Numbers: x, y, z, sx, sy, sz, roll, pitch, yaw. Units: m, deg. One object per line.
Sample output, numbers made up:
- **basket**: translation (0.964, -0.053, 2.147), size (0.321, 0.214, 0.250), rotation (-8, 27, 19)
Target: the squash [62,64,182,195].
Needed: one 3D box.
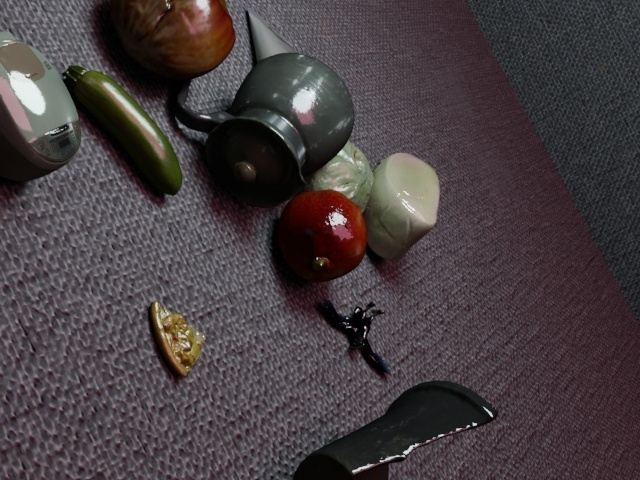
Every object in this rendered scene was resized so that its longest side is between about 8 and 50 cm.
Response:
- **squash**: translation (-0.301, -0.179, 1.498), size (0.258, 0.069, 0.069), rotation (51, 32, -17)

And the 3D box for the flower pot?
- **flower pot**: translation (0.106, 0.413, 1.416), size (0.251, 0.379, 0.380), rotation (-3, 66, -35)

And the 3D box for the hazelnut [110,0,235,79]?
- **hazelnut**: translation (-0.250, -0.379, 1.626), size (0.212, 0.181, 0.181), rotation (50, 13, 1)

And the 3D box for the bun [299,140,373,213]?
- **bun**: translation (0.033, -0.129, 1.911), size (0.195, 0.118, 0.196), rotation (34, 43, -39)

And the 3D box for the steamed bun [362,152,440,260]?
- **steamed bun**: translation (0.152, -0.083, 2.013), size (0.152, 0.170, 0.239), rotation (30, 36, -13)

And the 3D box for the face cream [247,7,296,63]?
- **face cream**: translation (-0.083, -0.360, 1.969), size (0.143, 0.089, 0.314), rotation (33, 32, -37)

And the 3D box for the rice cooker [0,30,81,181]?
- **rice cooker**: translation (-0.414, -0.177, 1.271), size (0.206, 0.127, 0.145), rotation (54, 30, -6)

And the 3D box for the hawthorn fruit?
- **hawthorn fruit**: translation (0.000, 0.000, 1.719), size (0.169, 0.169, 0.188), rotation (48, 36, -21)

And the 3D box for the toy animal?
- **toy animal**: translation (0.076, 0.166, 1.797), size (0.220, 0.062, 0.108), rotation (46, 52, -26)

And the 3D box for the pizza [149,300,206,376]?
- **pizza**: translation (-0.203, 0.141, 1.418), size (0.108, 0.026, 0.123), rotation (-6, 69, -60)

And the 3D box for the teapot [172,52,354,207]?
- **teapot**: translation (-0.105, -0.213, 1.686), size (0.305, 0.223, 0.285), rotation (53, 38, -18)
